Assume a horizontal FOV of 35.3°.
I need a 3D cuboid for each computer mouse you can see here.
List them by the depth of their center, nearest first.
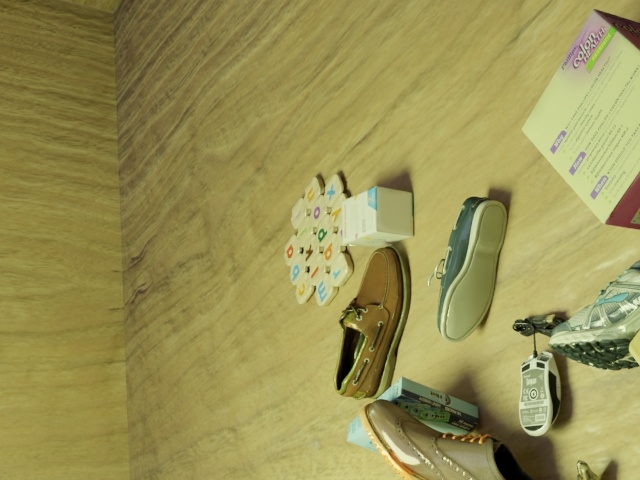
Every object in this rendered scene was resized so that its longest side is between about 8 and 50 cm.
[{"bbox_3d":[0.348,0.213,1.582,0.106,0.042,0.193,-19,62,52],"label":"computer mouse"}]

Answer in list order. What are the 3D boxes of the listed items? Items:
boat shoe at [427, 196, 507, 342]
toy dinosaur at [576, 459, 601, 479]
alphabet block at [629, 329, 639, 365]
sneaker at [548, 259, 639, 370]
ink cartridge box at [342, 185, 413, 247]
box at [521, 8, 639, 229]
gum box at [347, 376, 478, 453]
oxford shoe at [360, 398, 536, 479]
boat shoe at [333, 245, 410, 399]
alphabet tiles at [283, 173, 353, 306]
[{"bbox_3d":[0.247,0.047,1.734,0.079,0.095,0.254,19,99,58],"label":"boat shoe"},{"bbox_3d":[0.406,0.447,1.410,0.118,0.064,0.268,153,120,-72],"label":"toy dinosaur"},{"bbox_3d":[0.518,0.135,1.158,0.193,0.192,0.197,-60,36,30],"label":"alphabet block"},{"bbox_3d":[0.440,0.100,1.413,0.283,0.110,0.122,-28,42,52],"label":"sneaker"},{"bbox_3d":[0.108,-0.043,1.997,0.143,0.090,0.092,-20,66,58],"label":"ink cartridge box"},{"bbox_3d":[0.437,-0.170,1.434,0.213,0.117,0.243,-64,36,30],"label":"box"},{"bbox_3d":[0.160,0.322,1.759,0.184,0.157,0.041,-51,22,44],"label":"gum box"},{"bbox_3d":[0.226,0.346,1.597,0.364,0.130,0.132,34,109,22],"label":"oxford shoe"},{"bbox_3d":[0.096,0.160,1.957,0.111,0.104,0.307,5,88,60],"label":"boat shoe"},{"bbox_3d":[0.000,0.000,2.241,0.278,0.021,0.284,-55,40,38],"label":"alphabet tiles"}]
